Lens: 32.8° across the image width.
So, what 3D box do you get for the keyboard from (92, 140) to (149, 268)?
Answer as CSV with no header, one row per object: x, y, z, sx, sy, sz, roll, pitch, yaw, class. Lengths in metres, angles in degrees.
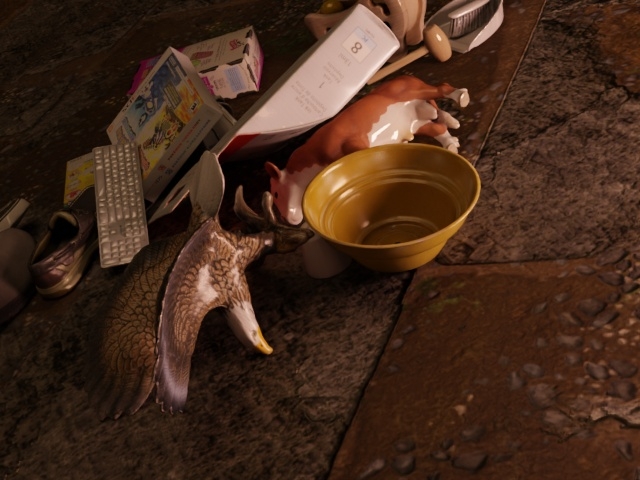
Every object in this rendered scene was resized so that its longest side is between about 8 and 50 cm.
-0.303,-0.059,1.641,0.072,0.014,0.256,-7,48,-8,keyboard

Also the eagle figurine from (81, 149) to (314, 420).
-0.148,0.064,1.276,0.298,0.226,0.225,-35,53,-30,eagle figurine

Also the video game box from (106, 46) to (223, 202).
-0.256,-0.190,1.753,0.187,0.048,0.205,-52,39,16,video game box

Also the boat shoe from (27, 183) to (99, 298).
-0.370,-0.014,1.622,0.080,0.073,0.223,-2,44,21,boat shoe

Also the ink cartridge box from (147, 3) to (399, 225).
-0.079,-0.145,1.560,0.385,0.091,0.308,-49,10,-12,ink cartridge box

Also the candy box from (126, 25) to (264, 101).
-0.226,-0.304,2.001,0.233,0.071,0.159,-15,31,12,candy box

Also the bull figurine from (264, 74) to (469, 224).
0.068,-0.131,1.522,0.188,0.101,0.310,20,55,41,bull figurine

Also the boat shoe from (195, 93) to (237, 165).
-0.186,-0.201,1.813,0.084,0.095,0.258,-24,41,-12,boat shoe

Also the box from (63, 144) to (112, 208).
-0.367,-0.095,1.796,0.105,0.043,0.179,-21,29,2,box

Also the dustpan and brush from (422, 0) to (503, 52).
0.279,-0.403,1.845,0.211,0.060,0.147,-32,32,-16,dustpan and brush

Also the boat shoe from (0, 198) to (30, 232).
-0.547,-0.005,1.716,0.078,0.070,0.219,-42,8,50,boat shoe

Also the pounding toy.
0.082,-0.364,1.818,0.269,0.154,0.155,5,40,38,pounding toy

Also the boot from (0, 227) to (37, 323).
-0.515,0.028,1.522,0.118,0.222,0.338,-13,32,17,boot

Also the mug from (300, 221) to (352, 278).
-0.002,0.003,1.391,0.062,0.064,0.078,-31,32,-13,mug

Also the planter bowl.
0.090,-0.024,1.336,0.217,0.090,0.217,-8,36,6,planter bowl
